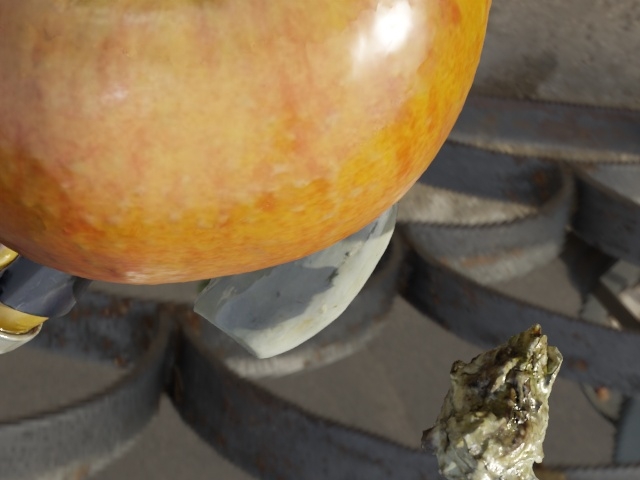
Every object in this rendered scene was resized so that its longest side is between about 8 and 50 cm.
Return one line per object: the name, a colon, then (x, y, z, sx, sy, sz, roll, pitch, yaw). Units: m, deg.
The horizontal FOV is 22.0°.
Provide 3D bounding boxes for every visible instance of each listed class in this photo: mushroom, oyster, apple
mushroom: (0.000, 0.000, 1.505, 0.118, 0.103, 0.270, 37, 105, -12)
oyster: (0.147, 0.142, 1.392, 0.108, 0.165, 0.053, 13, 144, 6)
apple: (-0.070, -0.114, 0.754, 0.299, 0.299, 0.275, -13, 154, -5)

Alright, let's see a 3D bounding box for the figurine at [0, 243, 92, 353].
figurine: (-0.305, 0.028, 1.577, 0.308, 0.308, 0.143, -43, 110, 7)
